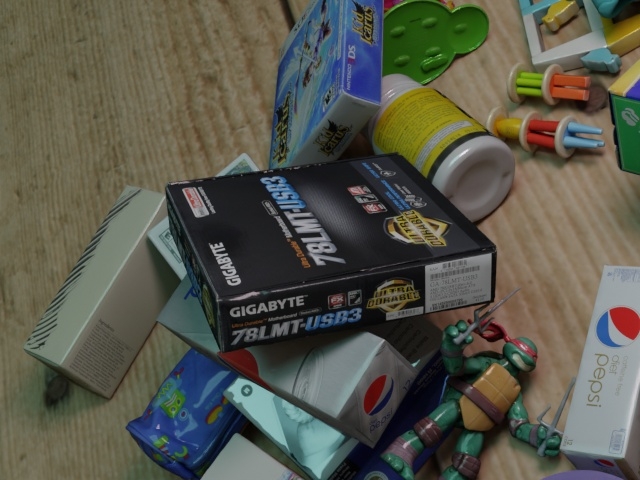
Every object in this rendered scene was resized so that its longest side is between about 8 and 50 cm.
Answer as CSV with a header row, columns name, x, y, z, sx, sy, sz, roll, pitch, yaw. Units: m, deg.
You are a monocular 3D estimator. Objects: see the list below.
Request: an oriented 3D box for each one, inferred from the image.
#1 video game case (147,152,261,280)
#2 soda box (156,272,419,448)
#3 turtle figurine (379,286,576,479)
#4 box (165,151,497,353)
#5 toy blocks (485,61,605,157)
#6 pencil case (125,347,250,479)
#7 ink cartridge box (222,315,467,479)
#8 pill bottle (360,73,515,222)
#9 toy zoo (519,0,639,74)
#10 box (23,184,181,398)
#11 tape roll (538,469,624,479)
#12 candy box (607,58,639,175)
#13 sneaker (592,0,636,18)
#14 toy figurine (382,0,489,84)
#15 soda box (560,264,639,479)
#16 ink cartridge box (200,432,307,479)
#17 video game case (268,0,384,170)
name,x,y,z,sx,sy,sz,roll,pitch,yaw
video game case,-0.108,0.009,1.546,0.173,0.022,0.190,-39,77,4
soda box,-0.041,0.114,1.269,0.286,0.091,0.098,24,75,39
turtle figurine,0.177,0.174,1.250,0.175,0.118,0.234,39,84,2
box,0.000,0.000,1.277,0.294,0.073,0.295,-8,26,-14
toy blocks,0.292,-0.161,1.444,0.148,0.054,0.123,13,68,38
pencil case,-0.101,0.155,1.433,0.306,0.119,0.133,-51,27,-6
ink cartridge box,0.041,0.165,1.326,0.224,0.045,0.223,39,84,18
pill bottle,0.138,-0.121,1.471,0.119,0.119,0.208,-43,47,0
toy zoo,0.356,-0.329,1.536,0.192,0.030,0.293,-20,51,20
box,-0.279,0.068,1.618,0.094,0.113,0.275,15,67,40
tape roll,0.253,0.321,1.116,0.189,0.080,0.189,-18,51,23
candy box,0.504,-0.149,1.201,0.317,0.122,0.268,19,50,40
sneaker,0.458,-0.329,1.417,0.275,0.107,0.109,-9,73,11
toy figurine,0.126,-0.312,1.634,0.173,0.130,0.159,-18,38,-6
soda box,0.313,0.135,1.211,0.069,0.074,0.216,3,61,34
ink cartridge box,-0.025,0.345,1.217,0.233,0.171,0.168,27,76,41
video game case,0.005,-0.223,1.578,0.244,0.061,0.269,129,151,-51
